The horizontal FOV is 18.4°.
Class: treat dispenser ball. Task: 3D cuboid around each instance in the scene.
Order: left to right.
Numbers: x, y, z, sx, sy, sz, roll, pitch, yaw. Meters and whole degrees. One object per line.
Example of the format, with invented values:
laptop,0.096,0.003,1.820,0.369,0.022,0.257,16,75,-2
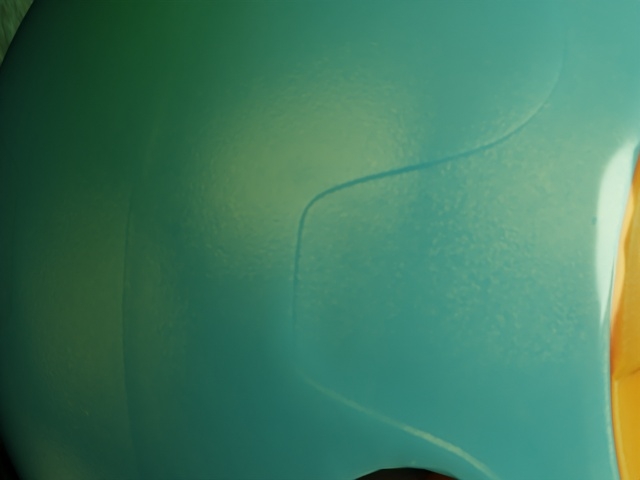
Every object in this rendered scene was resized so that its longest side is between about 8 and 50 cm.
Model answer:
treat dispenser ball,0.035,0.003,0.609,0.288,0.288,0.288,-15,90,-82
